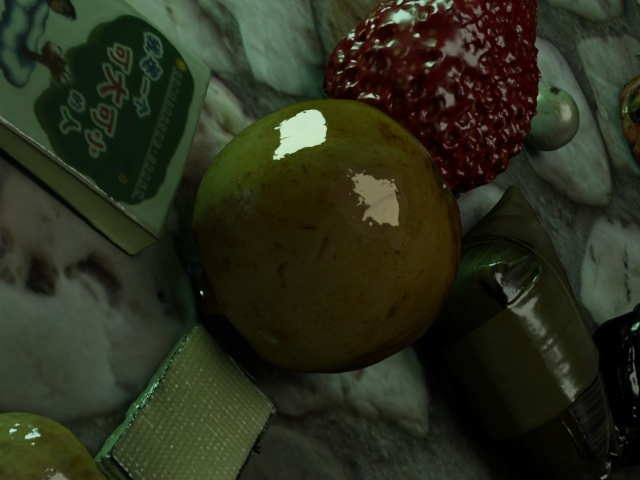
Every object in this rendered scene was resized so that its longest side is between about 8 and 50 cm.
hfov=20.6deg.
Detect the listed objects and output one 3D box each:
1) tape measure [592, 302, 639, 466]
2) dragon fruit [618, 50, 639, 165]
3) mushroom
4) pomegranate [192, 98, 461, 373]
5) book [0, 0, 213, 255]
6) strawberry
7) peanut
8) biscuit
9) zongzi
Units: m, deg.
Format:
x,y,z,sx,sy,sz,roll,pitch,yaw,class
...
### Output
x,y,z,sx,sy,sz,roll,pitch,yaw,class
0.397,0.169,2.093,0.199,0.112,0.186,4,69,-53,tape measure
0.518,-0.178,2.434,0.211,0.147,0.282,24,51,-36,dragon fruit
0.285,-0.152,2.224,0.079,0.085,0.085,49,18,-78,mushroom
0.000,0.000,1.649,0.264,0.264,0.264,28,47,-34,pomegranate
-0.269,-0.184,1.641,0.371,0.043,0.260,38,41,-25,book
0.143,-0.179,1.940,0.261,0.257,0.261,38,35,-34,strawberry
-0.201,0.232,1.366,0.129,0.129,0.224,-25,85,-53,peanut
-0.117,0.175,1.567,0.121,0.040,0.199,47,37,-11,biscuit
0.247,0.102,1.948,0.289,0.154,0.317,61,31,-10,zongzi
